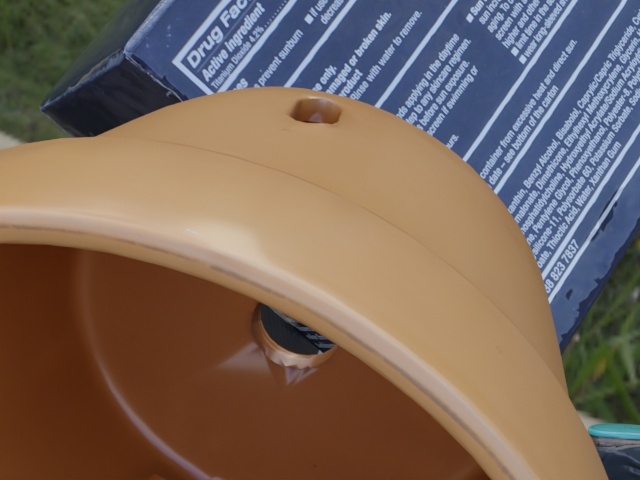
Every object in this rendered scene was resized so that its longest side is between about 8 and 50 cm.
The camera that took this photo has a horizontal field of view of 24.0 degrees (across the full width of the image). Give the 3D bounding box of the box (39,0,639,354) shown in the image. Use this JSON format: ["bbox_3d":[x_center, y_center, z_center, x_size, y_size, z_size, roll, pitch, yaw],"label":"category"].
[{"bbox_3d":[0.050,-0.104,0.892,0.296,0.294,0.183,-54,18,-20],"label":"box"}]

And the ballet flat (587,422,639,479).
[{"bbox_3d":[0.363,0.203,1.294,0.280,0.096,0.095,-5,-1,30],"label":"ballet flat"}]

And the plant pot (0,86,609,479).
[{"bbox_3d":[-0.034,0.074,0.519,0.291,0.291,0.203,9,30,12],"label":"plant pot"}]

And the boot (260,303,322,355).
[{"bbox_3d":[0.000,0.000,1.469,0.088,0.244,0.176,16,43,16],"label":"boot"}]
